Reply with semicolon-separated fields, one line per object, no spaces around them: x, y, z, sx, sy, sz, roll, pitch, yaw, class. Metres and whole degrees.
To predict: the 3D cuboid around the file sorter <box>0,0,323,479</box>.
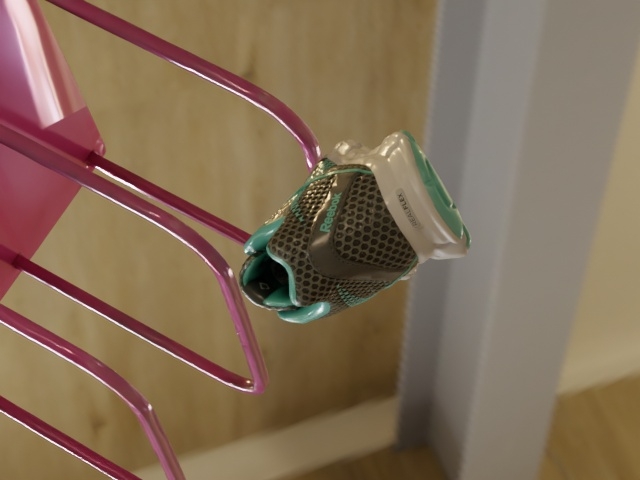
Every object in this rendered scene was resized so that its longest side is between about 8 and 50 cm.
-0.140;0.055;0.842;0.290;0.182;0.202;-57;-19;-18;file sorter

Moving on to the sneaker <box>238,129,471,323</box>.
0.000;0.000;0.739;0.076;0.065;0.166;-29;-2;-10;sneaker
